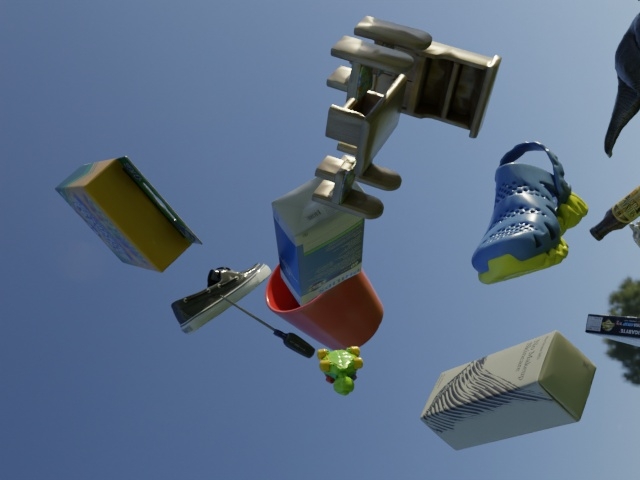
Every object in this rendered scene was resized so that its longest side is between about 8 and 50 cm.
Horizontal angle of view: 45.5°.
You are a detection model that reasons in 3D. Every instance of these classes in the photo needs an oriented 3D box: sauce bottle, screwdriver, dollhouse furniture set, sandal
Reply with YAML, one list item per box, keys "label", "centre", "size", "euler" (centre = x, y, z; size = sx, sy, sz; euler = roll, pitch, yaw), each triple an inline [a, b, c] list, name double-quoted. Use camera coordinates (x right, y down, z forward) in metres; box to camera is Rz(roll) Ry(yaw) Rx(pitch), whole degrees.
- label: "sauce bottle"
  centre: [0.500, -0.046, 1.252]
  size: [0.042, 0.128, 0.042]
  euler: [32, -150, -21]
- label: "screwdriver"
  centre: [-0.083, 0.133, 1.172]
  size: [0.025, 0.170, 0.024]
  euler: [-61, 1, 30]
- label: "dollhouse furniture set"
  centre: [0.115, -0.164, 0.971]
  size: [0.242, 0.161, 0.212]
  euler: [-54, -21, -48]
- label: "sandal"
  centre: [0.268, -0.042, 1.029]
  size: [0.138, 0.126, 0.317]
  euler: [66, -150, -10]

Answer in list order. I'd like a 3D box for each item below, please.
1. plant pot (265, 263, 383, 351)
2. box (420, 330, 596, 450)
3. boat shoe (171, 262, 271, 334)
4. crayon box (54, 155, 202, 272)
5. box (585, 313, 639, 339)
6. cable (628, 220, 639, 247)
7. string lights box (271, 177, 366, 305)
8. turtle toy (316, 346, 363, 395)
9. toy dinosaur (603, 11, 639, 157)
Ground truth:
- label: "plant pot"
  centre: [0.027, 0.158, 2.071]
  size: [0.243, 0.275, 0.275]
  euler: [47, -127, -31]
- label: "box"
  centre: [0.288, 0.243, 1.202]
  size: [0.094, 0.275, 0.113]
  euler: [42, -129, -9]
- label: "boat shoe"
  centre: [-0.184, 0.087, 1.407]
  size: [0.228, 0.080, 0.076]
  euler: [-36, -87, -40]
- label: "crayon box"
  centre: [-0.361, -0.046, 1.400]
  size: [0.083, 0.323, 0.203]
  euler: [-46, -68, -20]
- label: "box"
  centre: [0.772, 0.222, 1.811]
  size: [0.220, 0.175, 0.051]
  euler: [16, -98, -28]
- label: "cable"
  centre: [0.826, 0.073, 1.804]
  size: [0.139, 0.072, 0.287]
  euler: [-19, -99, -61]
- label: "string lights box"
  centre: [0.000, 0.000, 1.273]
  size: [0.133, 0.077, 0.260]
  euler: [-30, -25, -15]
- label: "turtle toy"
  centre: [0.043, 0.278, 1.627]
  size: [0.130, 0.095, 0.066]
  euler: [-105, 12, -68]
- label: "toy dinosaur"
  centre: [0.406, -0.224, 0.894]
  size: [0.313, 0.121, 0.160]
  euler: [81, 178, -57]
